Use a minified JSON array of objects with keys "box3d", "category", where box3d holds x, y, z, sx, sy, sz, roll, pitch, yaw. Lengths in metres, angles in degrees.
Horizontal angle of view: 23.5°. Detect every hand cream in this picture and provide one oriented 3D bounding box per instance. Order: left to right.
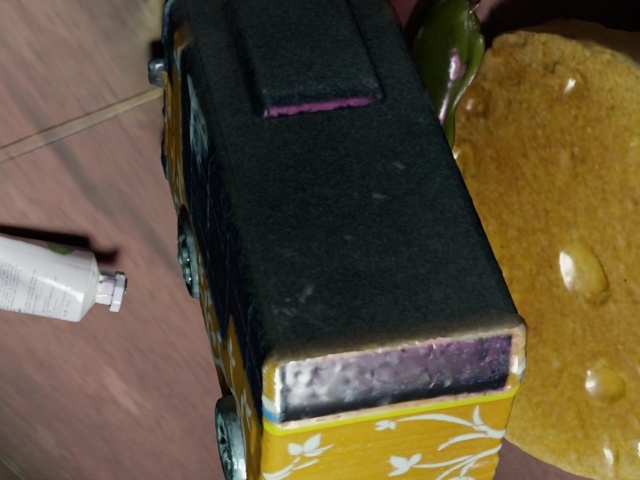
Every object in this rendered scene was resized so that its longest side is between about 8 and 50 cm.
[{"box3d":[-0.212,0.024,1.114,0.142,0.053,0.084,12,136,-11],"category":"hand cream"}]

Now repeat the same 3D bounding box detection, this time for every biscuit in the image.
[{"box3d":[0.168,0.010,1.090,0.057,0.287,0.343,-32,118,-45],"category":"biscuit"}]

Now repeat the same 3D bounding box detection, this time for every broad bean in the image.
[{"box3d":[0.068,-0.054,1.062,0.052,0.053,0.256,21,125,16],"category":"broad bean"}]

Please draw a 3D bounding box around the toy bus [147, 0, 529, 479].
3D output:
[{"box3d":[0.000,0.000,0.927,0.162,0.323,0.194,-8,141,-11],"category":"toy bus"}]
